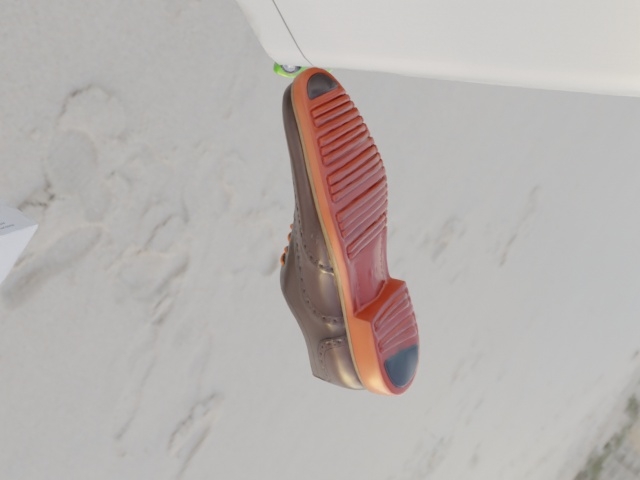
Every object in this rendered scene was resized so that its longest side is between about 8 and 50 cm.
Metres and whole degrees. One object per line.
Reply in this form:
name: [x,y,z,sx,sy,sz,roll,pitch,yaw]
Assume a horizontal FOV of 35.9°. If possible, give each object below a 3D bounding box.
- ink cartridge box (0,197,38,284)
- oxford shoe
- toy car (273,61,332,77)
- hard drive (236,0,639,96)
ink cartridge box: [-0.528,-0.007,1.174,0.198,0.270,0.197,-55,180,10]
oxford shoe: [0.000,0.000,0.789,0.097,0.098,0.271,-31,113,-53]
toy car: [0.040,-0.238,1.064,0.225,0.053,0.239,-32,-153,36]
hard drive: [0.065,-0.166,0.437,0.047,0.353,0.233,-53,134,-25]
